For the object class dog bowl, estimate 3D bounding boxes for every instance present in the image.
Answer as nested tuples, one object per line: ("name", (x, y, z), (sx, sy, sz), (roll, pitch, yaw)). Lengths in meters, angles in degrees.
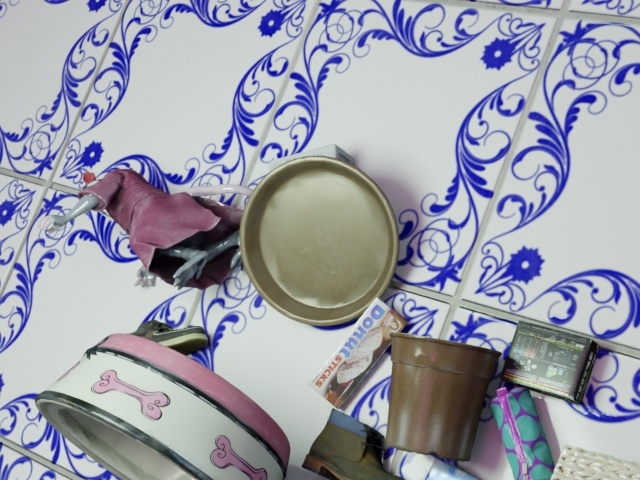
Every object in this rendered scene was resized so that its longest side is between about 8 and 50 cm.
("dog bowl", (-0.225, 0.296, 1.808), (0.407, 0.408, 0.150), (15, 62, 37))

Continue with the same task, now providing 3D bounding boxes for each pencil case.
("pencil case", (0.286, 0.285, 1.661), (0.064, 0.070, 0.152), (-28, 57, 21))

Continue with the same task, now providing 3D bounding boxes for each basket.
("basket", (0.387, 0.341, 1.545), (0.167, 0.113, 0.103), (10, 74, 35))

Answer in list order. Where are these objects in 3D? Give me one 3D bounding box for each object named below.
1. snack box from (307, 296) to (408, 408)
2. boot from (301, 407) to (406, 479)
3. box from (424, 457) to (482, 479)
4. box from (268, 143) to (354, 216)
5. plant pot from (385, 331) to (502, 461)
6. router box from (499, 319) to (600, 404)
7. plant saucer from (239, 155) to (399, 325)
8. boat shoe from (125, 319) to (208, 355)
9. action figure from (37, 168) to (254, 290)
("snack box", (0.059, 0.178, 1.869), (0.064, 0.022, 0.178), (39, 95, 10))
("boot", (0.066, 0.321, 1.777), (0.219, 0.082, 0.106), (9, 73, 45))
("box", (0.217, 0.396, 1.677), (0.178, 0.042, 0.109), (24, 84, 39))
("box", (-0.015, -0.081, 2.011), (0.137, 0.072, 0.126), (-12, 65, 28))
("plant pot", (0.168, 0.228, 1.714), (0.167, 0.167, 0.165), (6, 81, 35))
("router box", (0.329, 0.175, 1.698), (0.122, 0.038, 0.092), (14, 78, 37))
("plant saucer", (0.000, 0.000, 1.923), (0.277, 0.041, 0.278), (2, 97, 21))
("boat shoe", (-0.296, 0.175, 2.085), (0.223, 0.080, 0.074), (-19, 66, 31))
("action figure", (-0.305, -0.057, 2.083), (0.370, 0.248, 0.276), (34, 90, 35))
